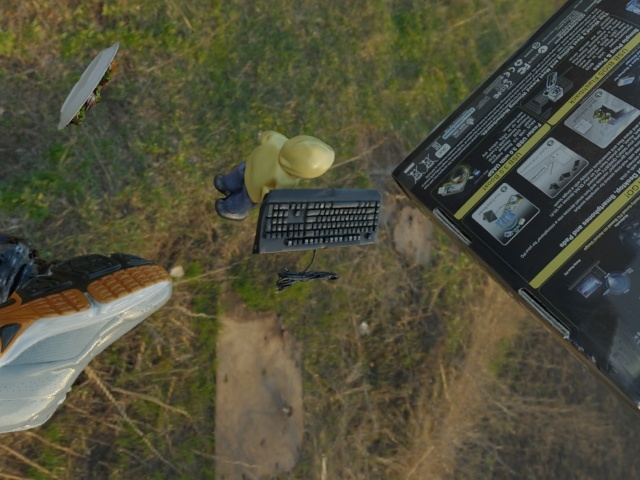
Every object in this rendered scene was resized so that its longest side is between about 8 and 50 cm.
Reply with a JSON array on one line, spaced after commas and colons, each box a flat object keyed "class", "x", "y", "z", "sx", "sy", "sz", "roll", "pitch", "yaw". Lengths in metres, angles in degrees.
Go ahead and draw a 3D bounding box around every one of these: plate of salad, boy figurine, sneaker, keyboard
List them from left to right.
[{"class": "sneaker", "x": -0.256, "y": 0.106, "z": 0.652, "sx": 0.262, "sy": 0.099, "sz": 0.121, "roll": -26, "pitch": 127, "yaw": -26}, {"class": "plate of salad", "x": -0.428, "y": -0.285, "z": 1.302, "sx": 0.048, "sy": 0.200, "sz": 0.200, "roll": 35, "pitch": 47, "yaw": -28}, {"class": "boy figurine", "x": -0.094, "y": -0.138, "z": 1.343, "sx": 0.092, "sy": 0.285, "sz": 0.177, "roll": 15, "pitch": 59, "yaw": -44}, {"class": "keyboard", "x": 0.000, "y": 0.000, "z": 1.324, "sx": 0.317, "sy": 0.033, "sz": 0.201, "roll": -4, "pitch": 111, "yaw": -44}]

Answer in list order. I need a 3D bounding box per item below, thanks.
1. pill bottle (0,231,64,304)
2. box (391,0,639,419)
[{"class": "pill bottle", "x": -0.392, "y": 0.043, "z": 0.772, "sx": 0.219, "sy": 0.123, "sz": 0.123, "roll": 15, "pitch": 53, "yaw": -7}, {"class": "box", "x": 0.296, "y": -0.095, "z": 0.571, "sx": 0.097, "sy": 0.395, "sz": 0.318, "roll": 41, "pitch": 6, "yaw": -45}]
